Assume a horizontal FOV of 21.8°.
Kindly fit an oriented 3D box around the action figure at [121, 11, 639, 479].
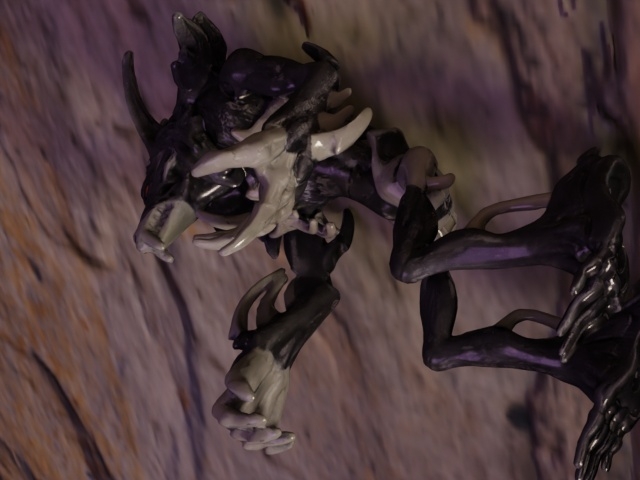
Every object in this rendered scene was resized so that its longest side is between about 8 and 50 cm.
[{"bbox_3d":[0.000,0.000,0.695,0.276,0.141,0.164,19,144,32],"label":"action figure"}]
